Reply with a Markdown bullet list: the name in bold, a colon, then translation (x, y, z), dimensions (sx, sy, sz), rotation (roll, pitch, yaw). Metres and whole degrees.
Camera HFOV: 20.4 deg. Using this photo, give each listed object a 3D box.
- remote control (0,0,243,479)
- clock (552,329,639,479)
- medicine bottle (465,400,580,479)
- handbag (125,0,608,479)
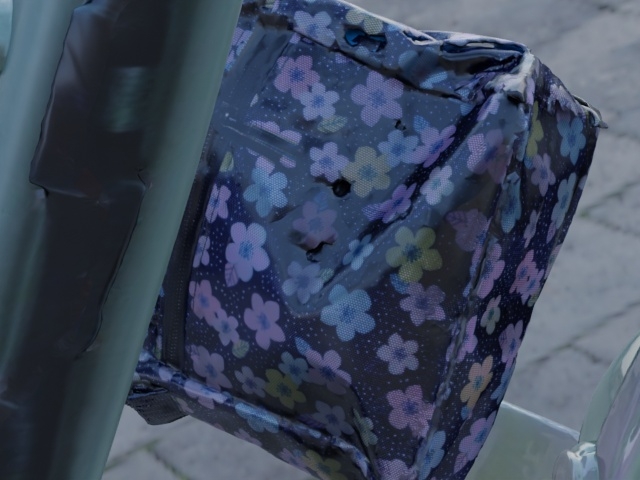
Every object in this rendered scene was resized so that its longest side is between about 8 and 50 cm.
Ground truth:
- **remote control**: translation (-0.069, -0.007, 0.430), dimensions (0.056, 0.296, 0.140), rotation (11, 25, -17)
- **clock**: translation (0.251, 0.125, 0.917), dimensions (0.324, 0.265, 0.108), rotation (-58, 15, 18)
- **medicine bottle**: translation (0.137, 0.334, 1.292), dimensions (0.235, 0.406, 0.236), rotation (23, 7, -3)
- **handbag**: translation (0.000, 0.000, 0.815), dimensions (0.208, 0.229, 0.127), rotation (23, 12, 26)
